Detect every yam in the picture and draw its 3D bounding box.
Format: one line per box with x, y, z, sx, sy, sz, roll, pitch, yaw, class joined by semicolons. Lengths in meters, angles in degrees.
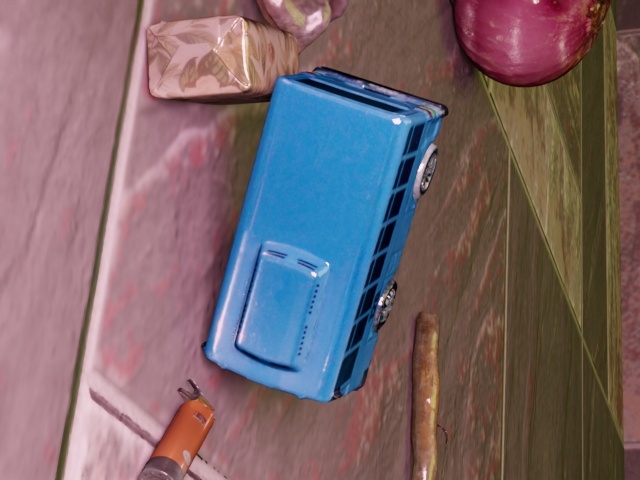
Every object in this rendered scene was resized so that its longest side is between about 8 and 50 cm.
0.093;0.175;1.223;0.029;0.027;0.234;18;64;-32;yam

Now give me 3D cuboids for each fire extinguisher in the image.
-0.075;0.105;0.740;0.028;0.022;0.083;48;30;-12;fire extinguisher

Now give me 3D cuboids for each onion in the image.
0.234;-0.259;1.534;0.207;0.200;0.201;-86;164;-64;onion

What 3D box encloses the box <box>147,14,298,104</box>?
-0.053;-0.101;0.787;0.098;0.062;0.045;-12;99;-71;box

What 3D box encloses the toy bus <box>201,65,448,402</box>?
0.000;0.000;0.799;0.106;0.090;0.185;-27;134;-70;toy bus

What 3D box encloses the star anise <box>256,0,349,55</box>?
-0.012;-0.244;0.927;0.212;0.073;0.197;71;26;-44;star anise
